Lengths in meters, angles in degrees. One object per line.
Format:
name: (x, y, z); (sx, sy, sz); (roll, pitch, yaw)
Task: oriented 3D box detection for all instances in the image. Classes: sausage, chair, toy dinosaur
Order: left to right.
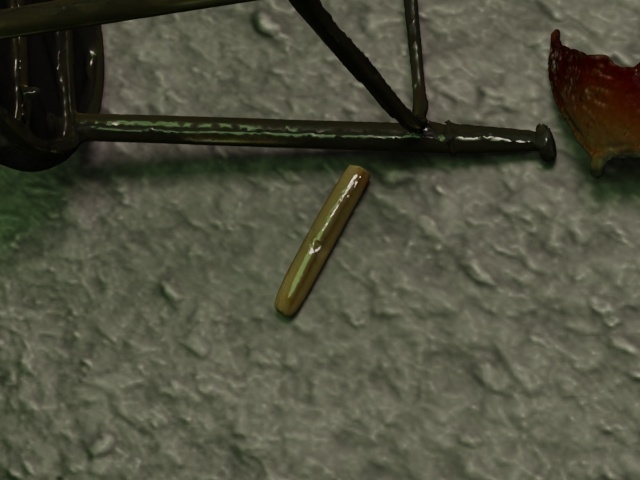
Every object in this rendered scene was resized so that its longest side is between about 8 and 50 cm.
chair: (-0.082, -0.237, 1.269); (0.410, 0.362, 0.365); (-13, 70, 18)
sausage: (0.000, 0.000, 1.331); (0.024, 0.024, 0.132); (25, 80, 22)
toy dinosaur: (0.336, -0.103, 1.239); (0.327, 0.113, 0.207); (-17, 94, 22)
